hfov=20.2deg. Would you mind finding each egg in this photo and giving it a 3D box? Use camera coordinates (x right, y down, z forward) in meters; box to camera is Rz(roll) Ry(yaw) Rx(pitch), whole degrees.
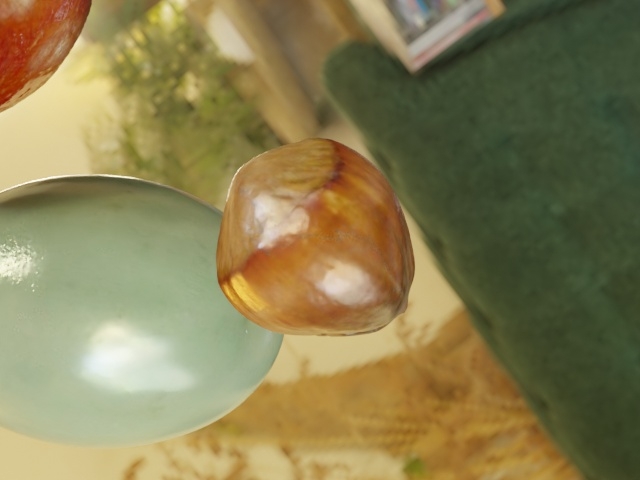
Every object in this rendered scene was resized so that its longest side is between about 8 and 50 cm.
[{"bbox_3d":[-0.220,0.071,1.810,0.389,0.276,0.276,6,-162,-25],"label":"egg"}]

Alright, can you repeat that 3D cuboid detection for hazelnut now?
[{"bbox_3d":[0.000,0.000,1.527,0.182,0.182,0.182,52,175,6],"label":"hazelnut"}]

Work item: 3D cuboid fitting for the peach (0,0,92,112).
[{"bbox_3d":[-0.385,-0.289,1.724,0.406,0.310,0.335,29,150,52],"label":"peach"}]
